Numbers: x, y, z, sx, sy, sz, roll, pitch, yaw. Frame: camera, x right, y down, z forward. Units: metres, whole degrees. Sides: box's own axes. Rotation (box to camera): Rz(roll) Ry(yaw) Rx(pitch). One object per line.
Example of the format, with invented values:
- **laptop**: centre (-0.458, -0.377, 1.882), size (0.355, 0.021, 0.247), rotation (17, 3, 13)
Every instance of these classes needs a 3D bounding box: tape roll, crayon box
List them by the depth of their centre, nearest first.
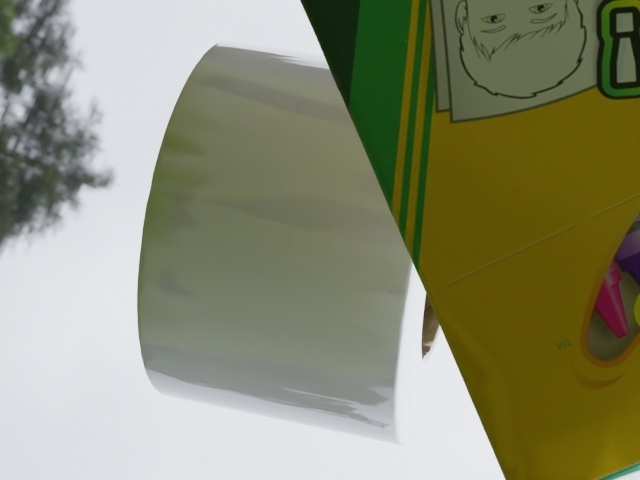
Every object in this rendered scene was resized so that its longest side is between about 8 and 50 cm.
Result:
- **crayon box**: centre (0.198, -0.088, 0.652), size (0.363, 0.106, 0.313), rotation (-25, -113, 7)
- **tape roll**: centre (0.000, 0.000, 0.971), size (0.169, 0.246, 0.246), rotation (10, -105, 13)
